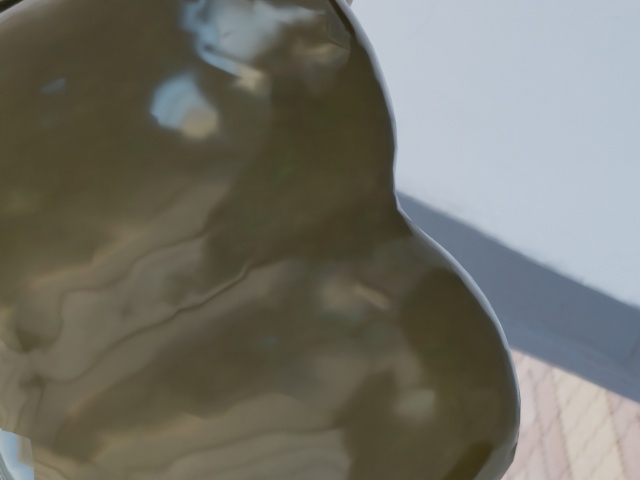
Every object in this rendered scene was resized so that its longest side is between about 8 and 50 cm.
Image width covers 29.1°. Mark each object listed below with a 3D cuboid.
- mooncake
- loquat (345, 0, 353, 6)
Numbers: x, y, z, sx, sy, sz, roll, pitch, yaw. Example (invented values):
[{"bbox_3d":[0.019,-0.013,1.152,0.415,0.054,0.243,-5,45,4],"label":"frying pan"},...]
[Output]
[{"bbox_3d":[-0.103,0.038,0.743,0.262,0.467,0.467,-27,-1,-19],"label":"mooncake"},{"bbox_3d":[-0.127,-0.350,1.455,0.359,0.329,0.328,61,-142,-51],"label":"loquat"}]
